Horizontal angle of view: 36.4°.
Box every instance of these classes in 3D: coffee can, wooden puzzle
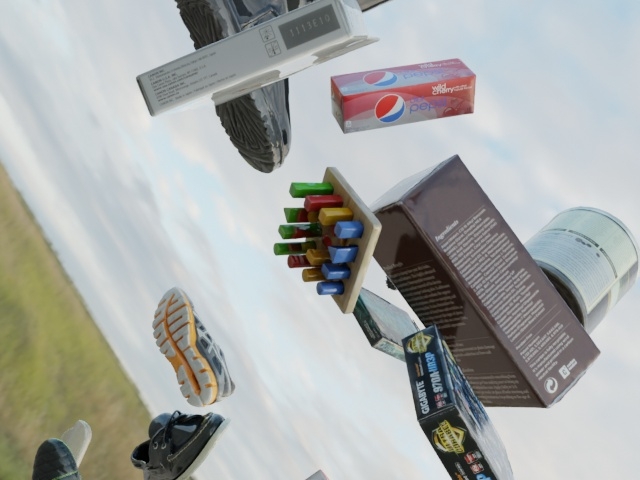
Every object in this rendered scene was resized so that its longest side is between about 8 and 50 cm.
[{"bbox_3d":[0.440,0.077,1.778,0.202,0.275,0.201,19,-57,32],"label":"coffee can"},{"bbox_3d":[-0.379,0.348,1.315,0.044,0.220,0.239,27,-18,-11],"label":"wooden puzzle"}]

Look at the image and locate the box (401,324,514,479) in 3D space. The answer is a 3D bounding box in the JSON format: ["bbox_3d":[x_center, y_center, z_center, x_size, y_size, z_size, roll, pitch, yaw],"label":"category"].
[{"bbox_3d":[0.173,0.234,1.167,0.220,0.051,0.175,59,12,-24],"label":"box"}]

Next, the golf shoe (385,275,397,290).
[{"bbox_3d":[0.215,0.030,2.108,0.094,0.198,0.077,35,-10,-37],"label":"golf shoe"}]

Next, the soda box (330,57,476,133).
[{"bbox_3d":[0.156,-0.275,1.839,0.092,0.264,0.083,-116,-161,-53],"label":"soda box"}]

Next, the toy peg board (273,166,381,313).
[{"bbox_3d":[0.000,0.000,1.429,0.160,0.079,0.161,55,-41,46],"label":"toy peg board"}]

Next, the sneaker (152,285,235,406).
[{"bbox_3d":[-0.205,0.173,1.582,0.083,0.084,0.214,11,50,-53],"label":"sneaker"}]

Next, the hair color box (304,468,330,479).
[{"bbox_3d":[-0.036,0.433,1.531,0.072,0.141,0.043,53,-4,45],"label":"hair color box"}]

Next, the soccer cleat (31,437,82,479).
[{"bbox_3d":[-0.322,0.326,1.151,0.072,0.060,0.178,0,91,-72],"label":"soccer cleat"}]

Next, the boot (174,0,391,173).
[{"bbox_3d":[0.012,-0.368,1.631,0.146,0.445,0.366,25,-38,46],"label":"boot"}]

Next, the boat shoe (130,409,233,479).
[{"bbox_3d":[-0.262,0.362,1.745,0.113,0.127,0.340,42,-31,-1],"label":"boat shoe"}]

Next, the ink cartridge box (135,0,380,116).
[{"bbox_3d":[-0.070,-0.241,1.276,0.239,0.275,0.060,-45,115,-73],"label":"ink cartridge box"}]

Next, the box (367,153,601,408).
[{"bbox_3d":[0.233,0.072,1.502,0.381,0.143,0.191,52,-22,-7],"label":"box"}]

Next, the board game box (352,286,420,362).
[{"bbox_3d":[0.113,0.141,1.555,0.186,0.026,0.126,30,23,-49],"label":"board game box"}]
